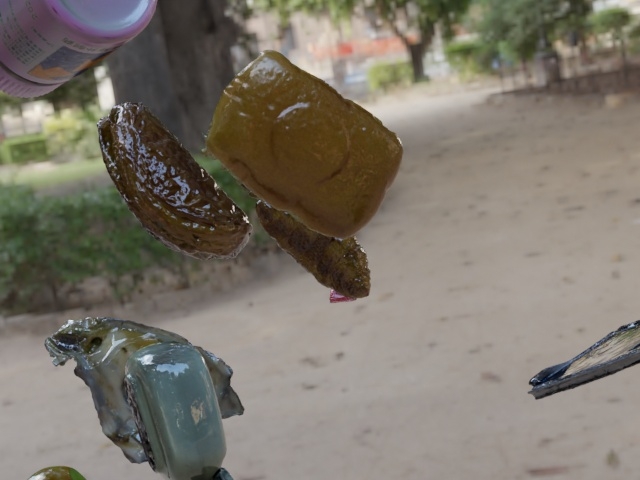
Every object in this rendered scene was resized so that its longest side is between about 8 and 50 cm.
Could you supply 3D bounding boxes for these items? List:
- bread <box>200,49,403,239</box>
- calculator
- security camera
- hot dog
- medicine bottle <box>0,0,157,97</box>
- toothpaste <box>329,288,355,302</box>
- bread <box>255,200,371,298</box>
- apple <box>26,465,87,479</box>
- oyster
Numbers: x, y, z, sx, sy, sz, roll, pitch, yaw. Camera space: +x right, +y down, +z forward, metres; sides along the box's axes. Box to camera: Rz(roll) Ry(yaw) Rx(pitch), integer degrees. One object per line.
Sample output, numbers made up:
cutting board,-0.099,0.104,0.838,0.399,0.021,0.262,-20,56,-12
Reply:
bread,-0.024,-0.116,1.618,0.245,0.174,0.121,35,-4,-11
calculator,0.349,0.113,1.436,0.166,0.028,0.274,-27,-5,-26
security camera,-0.129,0.252,1.344,0.080,0.301,0.157,-19,1,-20
hot dog,-0.311,-0.102,2.560,0.174,0.387,0.267,-42,-6,-9
medicine bottle,-0.364,-0.315,1.783,0.178,0.178,0.291,-14,-3,-36
toothpaste,0.038,0.047,2.290,0.048,0.031,0.190,-6,37,4
bread,0.000,0.000,2.033,0.233,0.105,0.076,38,37,11
apple,-0.356,0.364,1.742,0.099,0.114,0.102,-38,13,-3
oyster,-0.278,0.229,2.048,0.275,0.271,0.100,-15,-15,-11
